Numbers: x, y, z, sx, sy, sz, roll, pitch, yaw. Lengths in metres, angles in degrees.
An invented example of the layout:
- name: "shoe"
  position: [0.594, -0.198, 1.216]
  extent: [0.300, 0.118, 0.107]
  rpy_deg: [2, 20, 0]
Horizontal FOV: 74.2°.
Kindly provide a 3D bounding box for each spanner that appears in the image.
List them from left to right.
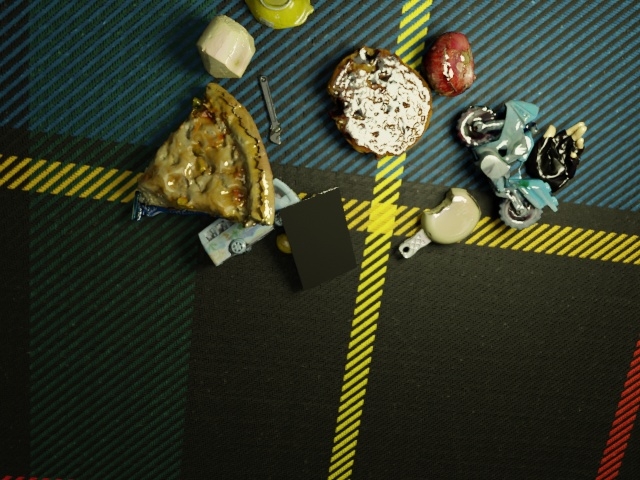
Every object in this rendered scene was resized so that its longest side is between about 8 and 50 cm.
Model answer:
- name: "spanner"
  position: [-0.153, -0.395, 1.288]
  extent: [0.046, 0.012, 0.209]
  rpy_deg: [-14, 103, 0]

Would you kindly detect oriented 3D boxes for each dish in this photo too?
- name: "dish"
  position: [-0.120, -0.685, 1.195]
  extent: [0.207, 0.080, 0.149]
  rpy_deg: [8, 102, -5]

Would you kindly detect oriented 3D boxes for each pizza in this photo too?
- name: "pizza"
  position: [-0.307, -0.256, 1.220]
  extent: [0.434, 0.080, 0.392]
  rpy_deg: [12, 88, 7]

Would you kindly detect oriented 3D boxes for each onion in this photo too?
- name: "onion"
  position: [0.369, -0.516, 1.249]
  extent: [0.183, 0.147, 0.184]
  rpy_deg: [-14, 112, -38]

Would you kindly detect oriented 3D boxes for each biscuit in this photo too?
- name: "biscuit"
  position: [0.173, -0.408, 1.277]
  extent: [0.334, 0.081, 0.289]
  rpy_deg: [41, 96, -15]

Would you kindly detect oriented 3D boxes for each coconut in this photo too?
- name: "coconut"
  position: [-0.269, -0.531, 1.186]
  extent: [0.147, 0.147, 0.153]
  rpy_deg: [33, 95, -10]

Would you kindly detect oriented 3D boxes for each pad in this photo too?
- name: "pad"
  position: [0.000, 0.000, 1.326]
  extent: [0.202, 0.005, 0.300]
  rpy_deg: [-23, 120, -12]

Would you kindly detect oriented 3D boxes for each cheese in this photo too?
- name: "cheese"
  position: [0.376, -0.043, 1.370]
  extent: [0.286, 0.082, 0.163]
  rpy_deg: [-35, 102, 4]

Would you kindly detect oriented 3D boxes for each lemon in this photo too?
- name: "lemon"
  position: [-0.105, 0.010, 1.353]
  extent: [0.083, 0.062, 0.062]
  rpy_deg: [34, 98, -10]

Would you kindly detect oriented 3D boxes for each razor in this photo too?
- name: "razor"
  position: [-0.413, -0.095, 1.291]
  extent: [0.323, 0.056, 0.093]
  rpy_deg: [4, 86, 9]

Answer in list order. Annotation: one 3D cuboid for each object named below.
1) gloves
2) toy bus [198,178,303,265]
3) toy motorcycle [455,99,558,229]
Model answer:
- name: "gloves"
  position: [0.750, -0.274, 1.323]
  extent: [0.164, 0.124, 0.203]
  rpy_deg: [43, 105, 7]
- name: "toy bus"
  position: [-0.211, -0.058, 1.313]
  extent: [0.329, 0.109, 0.136]
  rpy_deg: [-35, 91, 3]
- name: "toy motorcycle"
  position: [0.588, -0.244, 1.278]
  extent: [0.232, 0.172, 0.416]
  rpy_deg: [-27, 93, 20]
